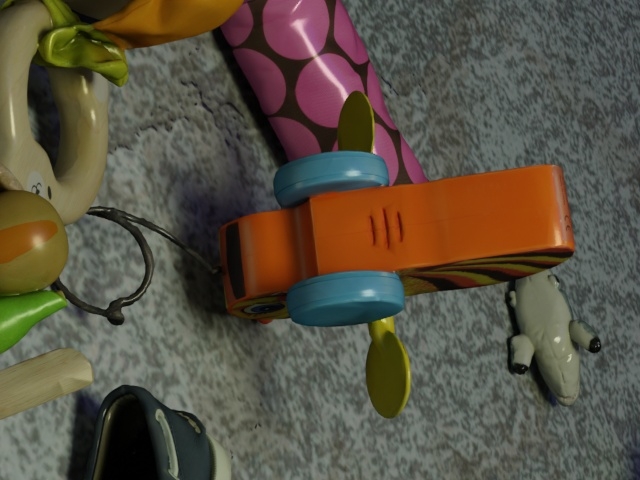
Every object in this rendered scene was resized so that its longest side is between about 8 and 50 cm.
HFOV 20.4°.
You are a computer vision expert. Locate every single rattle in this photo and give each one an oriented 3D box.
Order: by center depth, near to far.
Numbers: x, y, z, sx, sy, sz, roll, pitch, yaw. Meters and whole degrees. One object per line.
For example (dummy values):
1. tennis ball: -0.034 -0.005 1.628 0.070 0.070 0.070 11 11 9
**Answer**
1. rattle: -0.119 -0.041 0.965 0.130 0.143 0.199 88 7 -53

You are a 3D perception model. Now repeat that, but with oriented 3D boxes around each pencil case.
1. pencil case: 0.010 -0.096 1.251 0.209 0.095 0.098 66 18 -15

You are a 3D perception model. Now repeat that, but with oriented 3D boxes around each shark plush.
1. shark plush: 0.178 0.059 1.488 0.161 0.073 0.067 64 7 26

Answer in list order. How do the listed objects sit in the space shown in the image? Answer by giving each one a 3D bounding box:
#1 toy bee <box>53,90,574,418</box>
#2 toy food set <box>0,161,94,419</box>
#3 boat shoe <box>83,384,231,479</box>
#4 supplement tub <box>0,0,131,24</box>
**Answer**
1. toy bee: 0.000 0.000 1.111 0.162 0.298 0.195 99 6 -76
2. toy food set: -0.193 0.004 0.887 0.132 0.038 0.192 -23 95 -22
3. boat shoe: -0.101 0.191 0.938 0.079 0.095 0.254 46 39 -37
4. supplement tub: -0.060 -0.264 1.007 0.228 0.316 0.228 31 51 -47
